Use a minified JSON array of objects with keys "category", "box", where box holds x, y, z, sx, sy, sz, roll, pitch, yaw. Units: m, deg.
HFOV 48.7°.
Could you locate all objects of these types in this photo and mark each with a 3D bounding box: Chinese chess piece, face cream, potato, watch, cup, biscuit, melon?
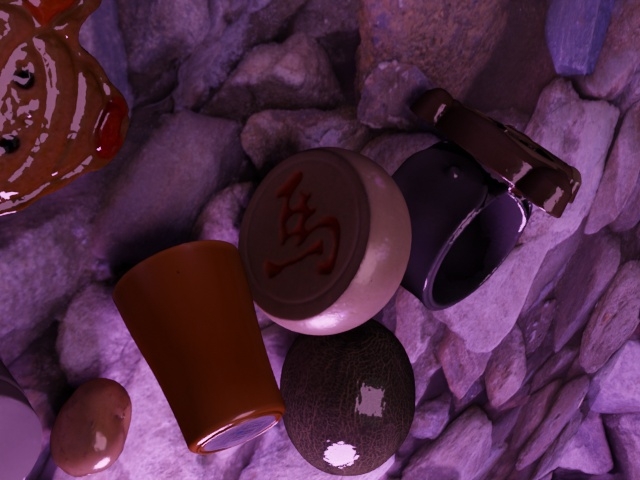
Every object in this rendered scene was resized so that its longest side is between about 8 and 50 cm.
[{"category":"Chinese chess piece","box":[0.000,0.000,1.001,0.102,0.273,0.273,17,102,-47]},{"category":"face cream","box":[-0.435,0.210,0.815,0.177,0.153,0.177,-23,130,-31]},{"category":"potato","box":[-0.320,0.264,0.988,0.112,0.112,0.146,12,98,-46]},{"category":"watch","box":[0.253,-0.044,1.234,0.335,0.314,0.326,2,125,-55]},{"category":"cup","box":[-0.153,0.144,0.957,0.182,0.263,0.226,-24,157,-6]},{"category":"biscuit","box":[-0.369,-0.164,0.721,0.381,0.074,0.358,10,109,-42]},{"category":"melon","box":[0.048,0.274,1.231,0.238,0.237,0.301,-23,130,-31]}]
